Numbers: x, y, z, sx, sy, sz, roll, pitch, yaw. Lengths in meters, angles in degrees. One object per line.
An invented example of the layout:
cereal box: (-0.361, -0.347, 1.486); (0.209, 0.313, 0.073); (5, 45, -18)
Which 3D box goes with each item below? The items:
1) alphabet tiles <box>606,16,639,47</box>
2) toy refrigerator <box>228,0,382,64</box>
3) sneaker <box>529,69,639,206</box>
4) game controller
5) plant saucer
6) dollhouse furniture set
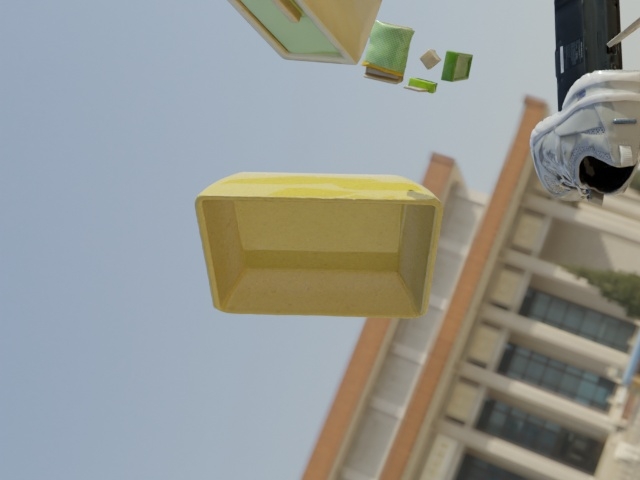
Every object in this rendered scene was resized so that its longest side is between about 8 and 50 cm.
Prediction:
alphabet tiles: (0.623, -0.433, 1.848); (0.285, 0.011, 0.342); (-35, -3, -20)
toy refrigerator: (-0.050, -0.276, 1.113); (0.269, 0.102, 0.094); (41, -115, -53)
sneaker: (0.295, -0.088, 1.264); (0.281, 0.105, 0.115); (78, -167, -74)
game controller: (0.509, -0.360, 2.151); (0.166, 0.067, 0.319); (149, 124, -67)
plant saucer: (0.000, 0.000, 1.637); (0.333, 0.332, 0.081); (89, -177, -58)
dollhouse furniture set: (0.113, -0.231, 1.436); (0.058, 0.151, 0.076); (-15, -60, -60)
